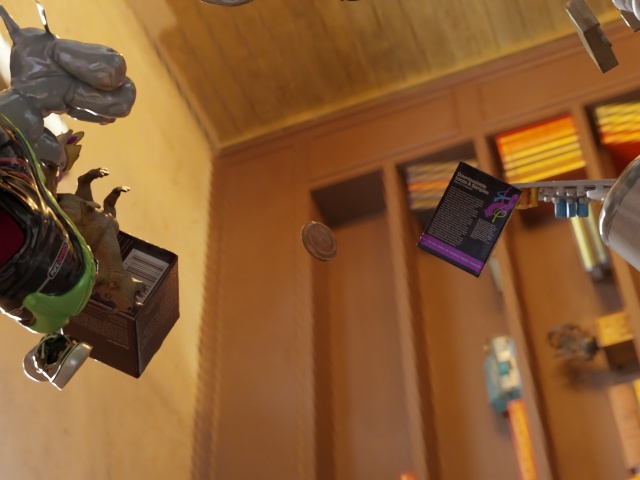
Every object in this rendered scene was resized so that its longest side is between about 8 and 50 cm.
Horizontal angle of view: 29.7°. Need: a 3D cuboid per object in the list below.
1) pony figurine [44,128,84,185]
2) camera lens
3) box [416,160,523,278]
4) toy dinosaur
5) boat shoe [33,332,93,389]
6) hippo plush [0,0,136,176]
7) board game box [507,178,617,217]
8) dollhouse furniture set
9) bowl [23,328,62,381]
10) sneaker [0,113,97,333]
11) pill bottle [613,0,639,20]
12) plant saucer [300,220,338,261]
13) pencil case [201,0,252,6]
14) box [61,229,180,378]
[{"bbox_3d":[-0.650,-0.061,2.551,0.303,0.363,0.351,43,147,16],"label":"pony figurine"},{"bbox_3d":[0.622,-0.017,2.013,0.274,0.219,0.219,44,175,33],"label":"camera lens"},{"bbox_3d":[0.246,-0.035,1.982,0.162,0.116,0.029,-63,-15,3],"label":"box"},{"bbox_3d":[-0.411,-0.013,2.011,0.127,0.200,0.296,-3,-149,-48],"label":"toy dinosaur"},{"bbox_3d":[-0.402,0.178,1.835,0.070,0.078,0.219,39,161,-10],"label":"boat shoe"},{"bbox_3d":[-0.472,-0.234,2.085,0.236,0.234,0.294,-66,-30,-25],"label":"hippo plush"},{"bbox_3d":[0.617,-0.084,2.463,0.390,0.390,0.050,6,-96,-62],"label":"board game box"},{"bbox_3d":[0.703,-0.518,2.736,0.161,0.242,0.212,46,-163,-47],"label":"dollhouse furniture set"},{"bbox_3d":[-0.559,0.241,2.562,0.053,0.142,0.142,43,156,9],"label":"bowl"},{"bbox_3d":[-0.494,-0.075,1.701,0.483,0.185,0.202,43,-177,29],"label":"sneaker"},{"bbox_3d":[0.497,-0.341,1.685,0.169,0.094,0.094,26,155,42],"label":"pill bottle"},{"bbox_3d":[0.000,0.000,2.263,0.083,0.013,0.083,23,-131,-30],"label":"plant saucer"},{"bbox_3d":[-0.111,-0.463,1.581,0.410,0.183,0.160,-84,-27,-51],"label":"pencil case"},{"bbox_3d":[-0.371,0.112,2.232,0.203,0.167,0.168,98,-162,-51],"label":"box"}]
